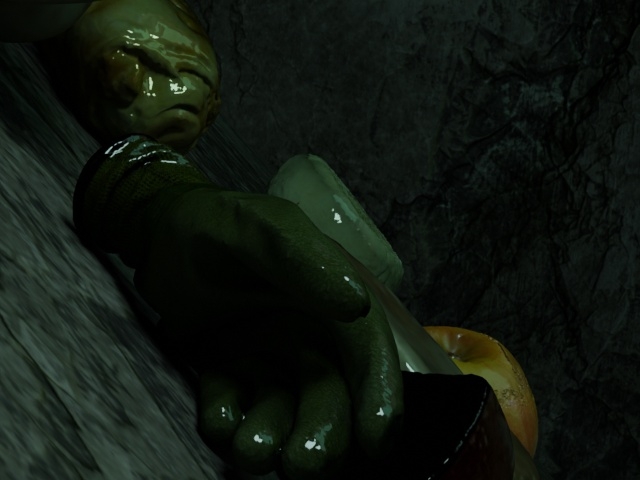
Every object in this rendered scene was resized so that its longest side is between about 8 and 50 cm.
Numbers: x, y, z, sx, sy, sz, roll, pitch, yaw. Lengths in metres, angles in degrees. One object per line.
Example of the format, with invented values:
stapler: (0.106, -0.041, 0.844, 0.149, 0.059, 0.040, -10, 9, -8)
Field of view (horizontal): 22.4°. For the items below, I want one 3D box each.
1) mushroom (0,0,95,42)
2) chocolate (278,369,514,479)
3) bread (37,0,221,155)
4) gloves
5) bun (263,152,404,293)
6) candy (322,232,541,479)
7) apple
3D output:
mushroom: (-0.177, -0.280, 1.015, 0.315, 0.315, 0.356, 50, 16, 20)
chocolate: (0.048, 0.132, 0.905, 0.080, 0.125, 0.148, 65, -8, -24)
bread: (-0.167, -0.166, 1.372, 0.152, 0.130, 0.267, 52, 2, -35)
gloves: (-0.040, 0.031, 0.856, 0.107, 0.135, 0.268, -5, 36, -32)
bun: (0.000, 0.000, 1.747, 0.195, 0.118, 0.195, 51, 8, -10)
candy: (0.034, 0.102, 1.042, 0.234, 0.104, 0.102, 51, 8, 29)
apple: (0.084, 0.124, 1.147, 0.146, 0.146, 0.146, 48, 3, -3)
